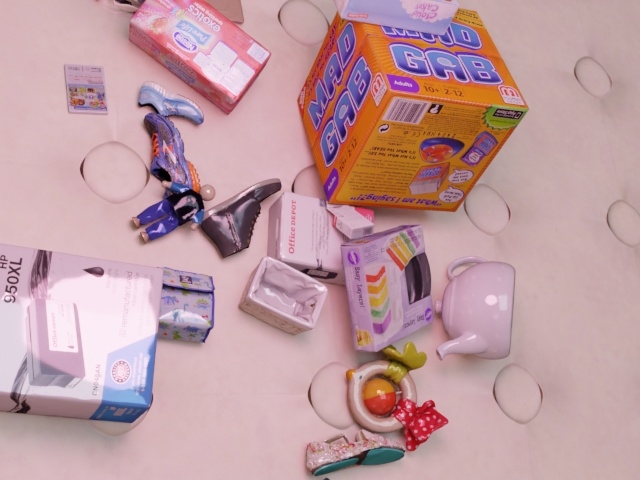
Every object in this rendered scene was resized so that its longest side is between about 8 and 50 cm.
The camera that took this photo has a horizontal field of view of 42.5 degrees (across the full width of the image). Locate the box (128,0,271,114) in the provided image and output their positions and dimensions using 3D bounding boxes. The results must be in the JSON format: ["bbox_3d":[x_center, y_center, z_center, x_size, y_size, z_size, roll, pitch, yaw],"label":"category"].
[{"bbox_3d":[-0.285,-0.454,1.929,0.300,0.142,0.154,36,77,-8],"label":"box"}]

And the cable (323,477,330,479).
[{"bbox_3d":[-0.003,0.591,1.719,0.150,0.047,0.184,11,68,-16],"label":"cable"}]

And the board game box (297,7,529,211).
[{"bbox_3d":[0.198,-0.322,1.950,0.356,0.356,0.356,3,50,-25],"label":"board game box"}]

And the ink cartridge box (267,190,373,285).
[{"bbox_3d":[0.000,0.000,1.924,0.237,0.100,0.172,11,65,-23],"label":"ink cartridge box"}]

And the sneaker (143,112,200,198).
[{"bbox_3d":[-0.348,-0.188,1.848,0.087,0.083,0.221,-22,79,-28],"label":"sneaker"}]

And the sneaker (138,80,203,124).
[{"bbox_3d":[-0.350,-0.305,1.916,0.162,0.063,0.073,24,79,-11],"label":"sneaker"}]

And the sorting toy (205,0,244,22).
[{"bbox_3d":[-0.302,-0.640,2.083,0.208,0.038,0.193,-1,70,-31],"label":"sorting toy"}]

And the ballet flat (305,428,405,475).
[{"bbox_3d":[0.075,0.451,1.789,0.241,0.091,0.077,-1,50,-29],"label":"ballet flat"}]

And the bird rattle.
[{"bbox_3d":[0.160,0.357,1.871,0.207,0.143,0.253,-10,87,-16],"label":"bird rattle"}]

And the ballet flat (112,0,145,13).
[{"bbox_3d":[-0.491,-0.593,1.951,0.203,0.074,0.074,24,61,-18],"label":"ballet flat"}]

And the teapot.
[{"bbox_3d":[0.371,0.161,1.989,0.187,0.256,0.253,4,88,15],"label":"teapot"}]

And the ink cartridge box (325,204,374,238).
[{"bbox_3d":[0.064,-0.044,1.878,0.063,0.029,0.115,-11,32,-31],"label":"ink cartridge box"}]

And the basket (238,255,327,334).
[{"bbox_3d":[-0.087,0.128,1.828,0.167,0.103,0.113,28,60,-12],"label":"basket"}]

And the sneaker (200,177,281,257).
[{"bbox_3d":[-0.164,-0.052,1.887,0.222,0.083,0.118,-31,90,-23],"label":"sneaker"}]

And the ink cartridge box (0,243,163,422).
[{"bbox_3d":[-0.520,0.177,1.562,0.395,0.166,0.285,10,65,-21],"label":"ink cartridge box"}]

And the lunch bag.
[{"bbox_3d":[-0.292,0.129,1.741,0.128,0.096,0.151,11,51,-19],"label":"lunch bag"}]

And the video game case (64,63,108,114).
[{"bbox_3d":[-0.530,-0.342,1.862,0.087,0.011,0.122,-1,70,-27],"label":"video game case"}]

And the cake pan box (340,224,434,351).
[{"bbox_3d":[0.160,0.103,1.889,0.267,0.070,0.246,-16,103,-50],"label":"cake pan box"}]

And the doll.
[{"bbox_3d":[-0.316,-0.072,1.798,0.189,0.046,0.129,-28,85,-12],"label":"doll"}]

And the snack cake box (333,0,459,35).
[{"bbox_3d":[0.156,-0.549,1.812,0.264,0.089,0.152,2,49,-26],"label":"snack cake box"}]
